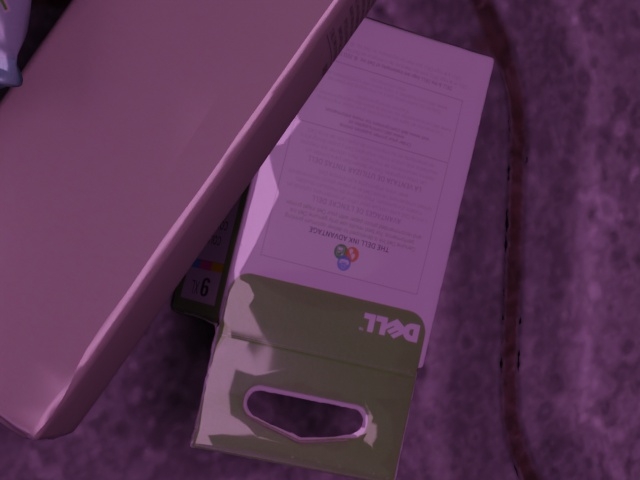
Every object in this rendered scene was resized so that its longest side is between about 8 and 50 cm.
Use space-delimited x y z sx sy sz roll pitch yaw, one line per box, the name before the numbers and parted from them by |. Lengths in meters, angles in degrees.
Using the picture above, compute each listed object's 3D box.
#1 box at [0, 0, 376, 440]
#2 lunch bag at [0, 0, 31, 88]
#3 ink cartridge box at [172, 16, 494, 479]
box | -0.069 -0.054 0.795 0.094 0.113 0.275 35 86 3
lunch bag | -0.239 -0.172 0.708 0.262 0.160 0.223 7 89 -22
ink cartridge box | 0.000 0.000 0.897 0.109 0.062 0.209 14 87 -26
